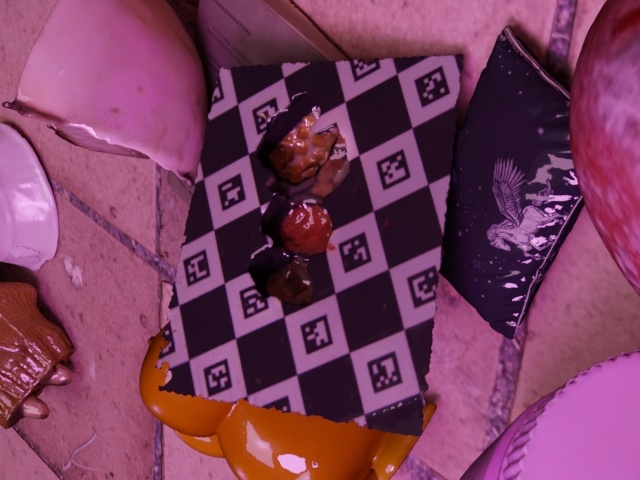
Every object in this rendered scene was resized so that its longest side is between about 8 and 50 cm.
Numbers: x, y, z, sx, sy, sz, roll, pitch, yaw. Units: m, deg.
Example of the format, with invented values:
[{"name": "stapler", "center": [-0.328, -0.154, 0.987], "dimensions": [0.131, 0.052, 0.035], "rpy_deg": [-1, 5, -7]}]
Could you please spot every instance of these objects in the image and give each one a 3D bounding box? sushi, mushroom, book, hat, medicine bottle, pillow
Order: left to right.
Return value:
[{"name": "hat", "center": [-0.437, -0.042, 1.584], "dimensions": [0.203, 0.126, 0.203], "rpy_deg": [26, 125, 45]}, {"name": "mushroom", "center": [-0.160, -0.156, 1.156], "dimensions": [0.162, 0.236, 0.173], "rpy_deg": [23, 88, 3]}, {"name": "book", "center": [-0.064, -0.101, 1.163], "dimensions": [0.215, 0.025, 0.283], "rpy_deg": [47, 138, 27]}, {"name": "sushi", "center": [0.000, 0.000, 0.995], "dimensions": [0.264, 0.050, 0.290], "rpy_deg": [3, 78, 35]}, {"name": "pillow", "center": [0.138, -0.036, 0.913], "dimensions": [0.141, 0.055, 0.208], "rpy_deg": [54, 141, 35]}, {"name": "medicine bottle", "center": [0.178, 0.181, 0.768], "dimensions": [0.178, 0.178, 0.291], "rpy_deg": [59, 168, 16]}]

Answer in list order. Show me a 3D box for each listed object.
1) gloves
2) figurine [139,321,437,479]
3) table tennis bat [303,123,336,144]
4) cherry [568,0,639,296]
[{"name": "gloves", "center": [-0.473, 0.114, 1.673], "dimensions": [0.356, 0.155, 0.203], "rpy_deg": [42, 151, 22]}, {"name": "figurine", "center": [-0.038, 0.148, 1.096], "dimensions": [0.228, 0.215, 0.215], "rpy_deg": [53, 140, 19]}, {"name": "table tennis bat", "center": [0.027, -0.048, 1.060], "dimensions": [0.158, 0.014, 0.095], "rpy_deg": [24, 127, 35]}, {"name": "cherry", "center": [0.247, -0.053, 0.635], "dimensions": [0.285, 0.212, 0.236], "rpy_deg": [74, 172, -45]}]
